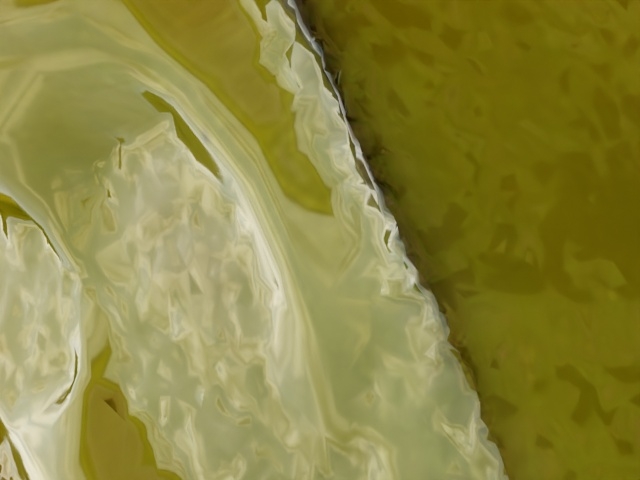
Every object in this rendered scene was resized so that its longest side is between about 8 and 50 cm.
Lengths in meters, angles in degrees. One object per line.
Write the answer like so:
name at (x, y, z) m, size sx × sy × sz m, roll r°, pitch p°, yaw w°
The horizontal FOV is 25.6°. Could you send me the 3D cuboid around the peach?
peach at (0.000, 0.000, 0.520) m, size 0.242 × 0.306 × 0.380 m, roll -16°, pitch -111°, yaw -44°
